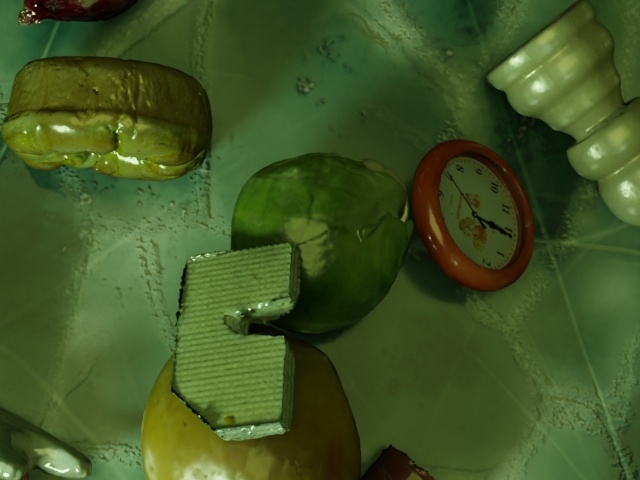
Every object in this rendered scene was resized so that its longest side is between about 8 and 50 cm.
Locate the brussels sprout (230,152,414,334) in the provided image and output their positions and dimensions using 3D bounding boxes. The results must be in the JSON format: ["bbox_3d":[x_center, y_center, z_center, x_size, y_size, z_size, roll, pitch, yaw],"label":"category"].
[{"bbox_3d":[0.000,0.000,1.756,0.244,0.244,0.244,1,81,-4],"label":"brussels sprout"}]

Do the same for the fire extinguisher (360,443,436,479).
[{"bbox_3d":[0.033,0.428,1.743,0.147,0.106,0.337,42,82,-6],"label":"fire extinguisher"}]

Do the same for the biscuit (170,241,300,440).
[{"bbox_3d":[-0.095,0.116,1.591,0.147,0.046,0.250,-11,52,17],"label":"biscuit"}]

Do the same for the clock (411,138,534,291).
[{"bbox_3d":[0.198,-0.033,1.805,0.205,0.051,0.205,15,65,-35],"label":"clock"}]

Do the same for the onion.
[{"bbox_3d":[-0.322,-0.347,1.815,0.195,0.159,0.159,-34,85,6],"label":"onion"}]

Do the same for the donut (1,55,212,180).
[{"bbox_3d":[-0.267,-0.155,1.758,0.261,0.208,0.128,5,80,-8],"label":"donut"}]

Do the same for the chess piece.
[{"bbox_3d":[0.373,-0.155,1.837,0.167,0.167,0.299,-39,92,-8],"label":"chess piece"}]

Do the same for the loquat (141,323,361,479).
[{"bbox_3d":[-0.081,0.239,1.684,0.276,0.276,0.284,4,76,-3],"label":"loquat"}]

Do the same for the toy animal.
[{"bbox_3d":[-0.484,0.272,1.674,0.266,0.308,0.188,38,103,25],"label":"toy animal"}]
